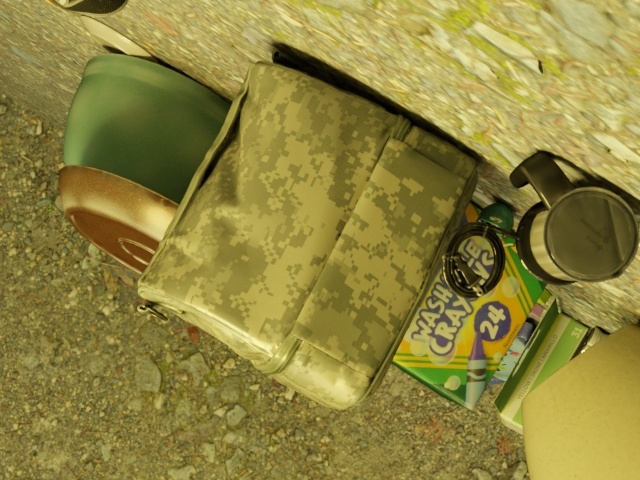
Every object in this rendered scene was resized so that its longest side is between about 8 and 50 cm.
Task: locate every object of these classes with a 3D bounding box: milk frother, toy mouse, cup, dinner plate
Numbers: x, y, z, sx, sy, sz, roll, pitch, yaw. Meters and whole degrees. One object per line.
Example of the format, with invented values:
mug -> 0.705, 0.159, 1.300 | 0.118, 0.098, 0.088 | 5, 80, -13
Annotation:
milk frother -> 0.191, 0.007, 1.306 | 0.129, 0.143, 0.135 | 39, 176, 0
toy mouse -> 0.221, -0.008, 1.578 | 0.161, 0.031, 0.143 | 26, 172, 43
cup -> 0.377, 0.241, 1.750 | 0.237, 0.331, 0.331 | 56, 180, 14
dinner plate -> -0.280, -0.270, 2.051 | 0.141, 0.017, 0.141 | 33, 175, 3

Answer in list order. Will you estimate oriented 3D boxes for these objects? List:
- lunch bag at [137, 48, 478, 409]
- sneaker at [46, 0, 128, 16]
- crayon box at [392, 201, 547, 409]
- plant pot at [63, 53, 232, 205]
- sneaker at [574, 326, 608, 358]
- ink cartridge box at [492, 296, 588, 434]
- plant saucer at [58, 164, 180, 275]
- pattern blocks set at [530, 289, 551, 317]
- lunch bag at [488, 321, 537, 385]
lunch bag -> -0.017, -0.012, 1.489 | 0.256, 0.305, 0.212 | 29, 172, -6
sneaker -> -0.249, -0.284, 1.450 | 0.083, 0.084, 0.215 | 22, 169, 33
crayon box -> 0.093, 0.028, 1.686 | 0.323, 0.203, 0.083 | 34, 173, -22
plant pot -> -0.248, -0.102, 2.094 | 0.293, 0.196, 0.293 | 23, 162, 8
sneaker -> 0.409, 0.190, 2.044 | 0.094, 0.081, 0.208 | 27, 173, 19
ink cartridge box -> 0.307, 0.179, 2.024 | 0.056, 0.171, 0.235 | 30, 174, 13
plant saucer -> -0.220, 0.004, 1.936 | 0.311, 0.050, 0.310 | 27, 164, 8
pattern blocks set -> 0.196, 0.026, 2.029 | 0.285, 0.026, 0.325 | 25, 171, 48
lunch bag -> 0.254, 0.144, 2.383 | 0.221, 0.138, 0.293 | 35, 161, -24
